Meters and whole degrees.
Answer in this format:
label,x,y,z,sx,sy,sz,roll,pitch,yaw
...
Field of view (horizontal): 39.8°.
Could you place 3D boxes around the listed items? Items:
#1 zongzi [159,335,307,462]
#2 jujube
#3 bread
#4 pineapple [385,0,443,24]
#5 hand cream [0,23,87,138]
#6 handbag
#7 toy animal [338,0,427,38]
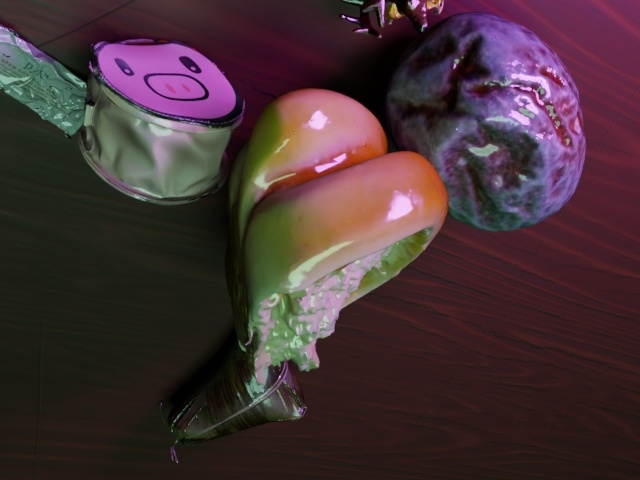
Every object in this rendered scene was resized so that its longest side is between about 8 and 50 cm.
label,x,y,z,sx,sy,sz,roll,pitch,yaw
zongzi,-0.171,0.220,1.456,0.247,0.111,0.241,-18,117,3
jujube,0.217,-0.159,1.165,0.246,0.215,0.308,-7,142,17
bread,-0.026,0.001,1.107,0.329,0.245,0.424,-46,174,-17
pineapple,0.116,-0.335,1.073,0.137,0.069,0.116,-36,129,1
hand cream,-0.362,-0.201,1.010,0.084,0.050,0.257,-41,142,18
handbag,-0.185,-0.145,1.041,0.205,0.179,0.116,-16,147,-48
toy animal,0.146,-0.343,1.010,0.259,0.087,0.244,2,95,-21
